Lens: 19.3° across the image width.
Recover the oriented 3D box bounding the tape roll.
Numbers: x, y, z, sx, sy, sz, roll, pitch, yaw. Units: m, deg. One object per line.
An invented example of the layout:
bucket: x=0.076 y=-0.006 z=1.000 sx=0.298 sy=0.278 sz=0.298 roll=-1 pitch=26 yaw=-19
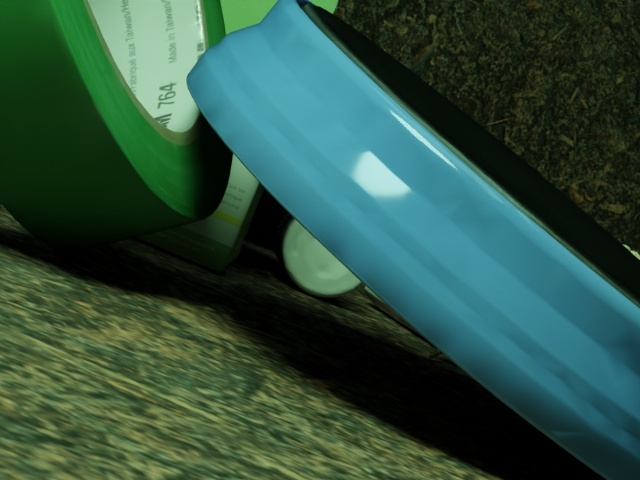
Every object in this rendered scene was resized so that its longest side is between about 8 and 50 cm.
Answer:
tape roll: x=-0.135 y=-0.157 z=1.012 sx=0.077 sy=0.321 sz=0.321 roll=-14 pitch=-4 yaw=12

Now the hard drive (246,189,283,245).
hard drive: x=-0.096 y=-0.054 z=1.594 sx=0.172 sy=0.054 sz=0.255 roll=22 pitch=6 yaw=-24

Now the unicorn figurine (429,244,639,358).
unicorn figurine: x=0.157 y=0.061 z=1.272 sx=0.111 sy=0.162 sz=0.060 roll=50 pitch=-8 yaw=-14

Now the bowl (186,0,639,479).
bowl: x=0.101 y=0.005 z=1.037 sx=0.391 sy=0.077 sz=0.391 roll=39 pitch=8 yaw=-7

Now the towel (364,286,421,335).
towel: x=0.140 y=0.078 z=1.392 sx=0.197 sy=0.029 sz=0.144 roll=21 pitch=4 yaw=-29

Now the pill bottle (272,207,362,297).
pill bottle: x=0.000 y=0.000 z=1.347 sx=0.067 sy=0.067 sz=0.120 roll=23 pitch=4 yaw=-9

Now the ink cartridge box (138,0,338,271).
ink cartridge box: x=-0.092 y=-0.120 z=1.199 sx=0.171 sy=0.235 sz=0.056 roll=23 pitch=8 yaw=2
